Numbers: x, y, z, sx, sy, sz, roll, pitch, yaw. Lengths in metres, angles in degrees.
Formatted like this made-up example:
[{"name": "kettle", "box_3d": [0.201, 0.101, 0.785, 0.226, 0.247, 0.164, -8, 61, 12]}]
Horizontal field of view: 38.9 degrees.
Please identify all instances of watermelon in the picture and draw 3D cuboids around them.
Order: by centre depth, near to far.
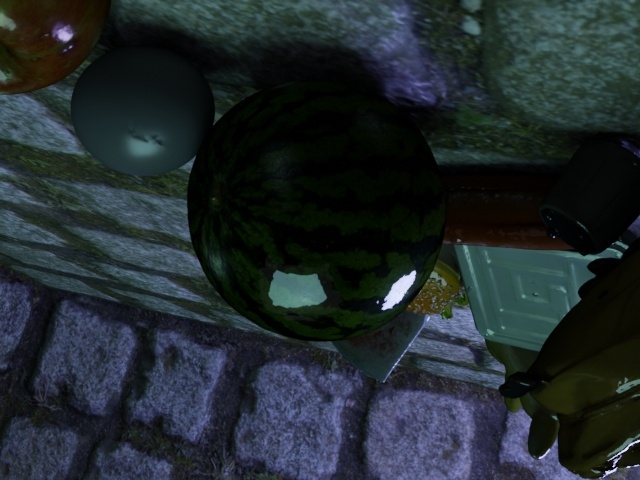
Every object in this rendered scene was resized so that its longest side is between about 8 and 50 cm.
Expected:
[{"name": "watermelon", "box_3d": [-0.006, -0.034, 0.989, 0.285, 0.285, 0.285, 14, 166, 3]}, {"name": "watermelon", "box_3d": [0.115, 0.125, 1.693, 0.213, 0.290, 0.320, -30, 128, 28]}]

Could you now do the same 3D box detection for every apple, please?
[{"name": "apple", "box_3d": [-0.263, -0.223, 0.727, 0.195, 0.196, 0.196, 14, 166, 3]}]

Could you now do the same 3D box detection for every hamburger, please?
[{"name": "hamburger", "box_3d": [0.174, 0.057, 1.496, 0.172, 0.116, 0.210, 17, 162, -6]}]

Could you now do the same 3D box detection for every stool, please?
[{"name": "stool", "box_3d": [0.290, -0.044, 0.956, 0.096, 0.110, 0.096, 41, 173, 6]}]

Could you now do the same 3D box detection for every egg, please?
[{"name": "egg", "box_3d": [-0.204, -0.147, 1.023, 0.198, 0.147, 0.146, 14, 169, 44]}]

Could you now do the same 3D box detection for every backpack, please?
[{"name": "backpack", "box_3d": [0.366, 0.077, 0.907, 0.201, 0.378, 0.353, 52, 167, 16]}]

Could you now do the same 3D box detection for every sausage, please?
[{"name": "sausage", "box_3d": [0.213, -0.036, 1.127, 0.330, 0.102, 0.102, 5, 163, 41]}]

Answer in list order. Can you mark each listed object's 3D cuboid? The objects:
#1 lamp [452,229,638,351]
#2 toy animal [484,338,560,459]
[{"name": "lamp", "box_3d": [0.330, 0.070, 1.305, 0.269, 0.047, 0.267, 9, 138, 33]}, {"name": "toy animal", "box_3d": [0.390, 0.242, 1.516, 0.181, 0.363, 0.180, -23, 147, 11]}]
